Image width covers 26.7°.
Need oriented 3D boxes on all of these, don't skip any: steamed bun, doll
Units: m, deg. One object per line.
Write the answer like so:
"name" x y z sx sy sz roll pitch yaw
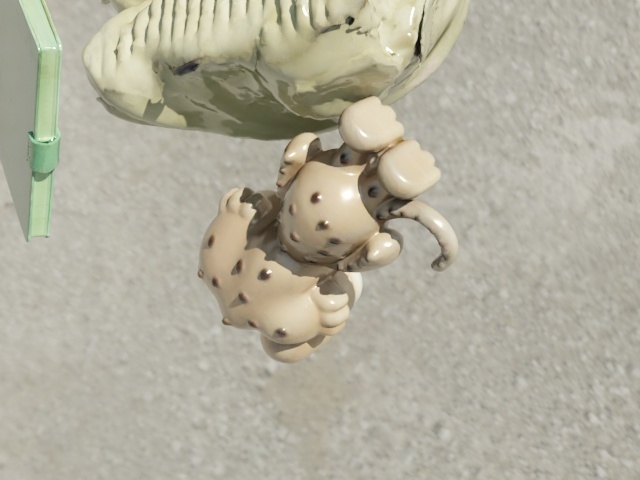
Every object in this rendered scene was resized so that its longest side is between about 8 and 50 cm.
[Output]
"steamed bun" -0.022 -0.213 1.134 0.346 0.237 0.394 -50 48 12
"doll" -0.001 -0.002 1.093 0.154 0.119 0.278 56 140 2

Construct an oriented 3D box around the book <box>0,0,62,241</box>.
"book" -0.162 -0.077 0.750 0.017 0.135 0.103 -7 44 -23
